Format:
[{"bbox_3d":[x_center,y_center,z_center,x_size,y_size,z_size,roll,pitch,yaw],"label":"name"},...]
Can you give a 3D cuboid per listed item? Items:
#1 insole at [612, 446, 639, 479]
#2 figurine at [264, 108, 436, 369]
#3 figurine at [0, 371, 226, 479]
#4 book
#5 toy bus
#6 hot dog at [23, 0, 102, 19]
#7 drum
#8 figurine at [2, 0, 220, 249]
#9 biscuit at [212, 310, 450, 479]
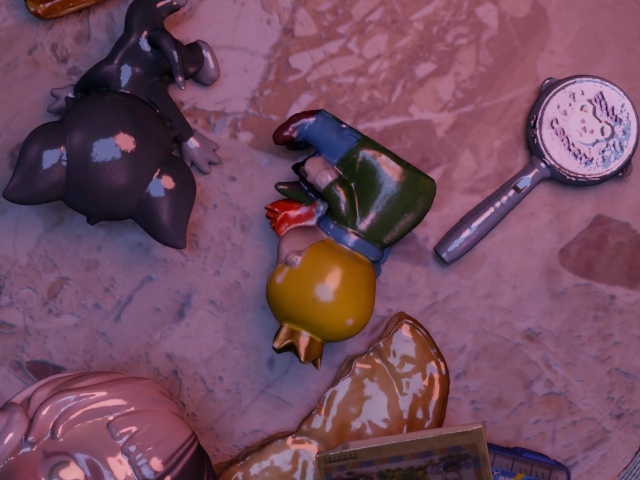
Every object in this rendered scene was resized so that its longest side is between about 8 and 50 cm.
[{"bbox_3d":[0.320,0.286,1.371,0.086,0.005,0.253,35,87,1],"label":"insole"},{"bbox_3d":[-0.006,-0.002,1.333,0.185,0.127,0.234,33,97,6],"label":"figurine"},{"bbox_3d":[-0.271,0.260,1.214,0.361,0.211,0.253,-32,116,-20],"label":"figurine"},{"bbox_3d":[0.094,0.276,1.308,0.168,0.013,0.192,-10,112,5],"label":"book"},{"bbox_3d":[0.181,0.237,1.335,0.153,0.051,0.061,16,94,-14],"label":"toy bus"},{"bbox_3d":[-0.245,-0.277,1.384,0.144,0.038,0.062,-24,84,-4],"label":"hot dog"},{"bbox_3d":[0.212,-0.085,1.370,0.253,0.049,0.130,-26,88,-2],"label":"drum"},{"bbox_3d":[-0.177,-0.130,1.331,0.193,0.140,0.265,26,101,-16],"label":"figurine"},{"bbox_3d":[0.022,0.220,1.353,0.299,0.045,0.154,-39,89,-4],"label":"biscuit"}]
